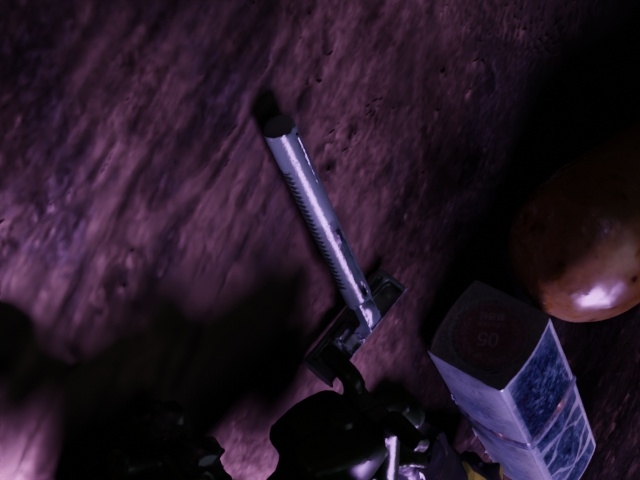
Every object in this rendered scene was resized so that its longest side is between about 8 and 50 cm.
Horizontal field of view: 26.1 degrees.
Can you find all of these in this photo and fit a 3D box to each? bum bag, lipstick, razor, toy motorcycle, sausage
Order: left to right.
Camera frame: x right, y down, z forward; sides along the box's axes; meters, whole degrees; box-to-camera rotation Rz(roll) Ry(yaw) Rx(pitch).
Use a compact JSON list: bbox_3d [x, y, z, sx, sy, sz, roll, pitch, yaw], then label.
[{"bbox_3d":[-0.003,0.168,0.746,0.275,0.205,0.127,1,120,-43],"label":"toy motorcycle"},{"bbox_3d":[0.006,0.003,0.799,0.084,0.036,0.211,-51,149,-21],"label":"razor"},{"bbox_3d":[0.077,0.193,1.039,0.107,0.060,0.232,-52,148,2],"label":"bum bag"},{"bbox_3d":[0.160,0.129,1.097,0.077,0.076,0.290,-56,152,-13],"label":"lipstick"},{"bbox_3d":[0.319,-0.084,1.121,0.501,0.123,0.136,-38,113,-35],"label":"sausage"}]
